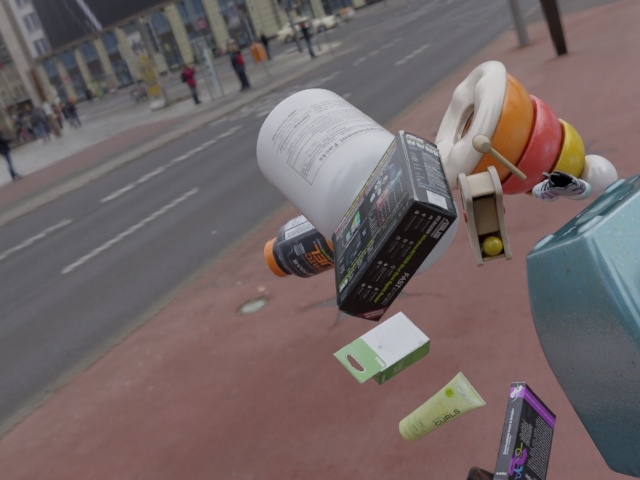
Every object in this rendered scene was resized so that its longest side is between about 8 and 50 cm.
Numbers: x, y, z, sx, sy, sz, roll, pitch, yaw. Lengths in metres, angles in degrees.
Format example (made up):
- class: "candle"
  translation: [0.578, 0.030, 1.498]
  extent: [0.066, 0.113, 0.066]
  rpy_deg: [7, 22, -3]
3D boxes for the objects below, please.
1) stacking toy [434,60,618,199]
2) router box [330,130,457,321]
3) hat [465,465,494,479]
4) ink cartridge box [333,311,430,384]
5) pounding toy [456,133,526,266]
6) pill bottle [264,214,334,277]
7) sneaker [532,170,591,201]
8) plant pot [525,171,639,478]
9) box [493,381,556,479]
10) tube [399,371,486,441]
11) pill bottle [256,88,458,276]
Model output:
- class: "stacking toy"
  translation: [0.555, -0.221, 1.954]
  extent: [0.480, 0.350, 0.350]
  rpy_deg: [20, 14, -9]
- class: "router box"
  translation: [0.053, -0.010, 0.594]
  extent: [0.122, 0.038, 0.092]
  rpy_deg: [-57, 23, 35]
- class: "hat"
  translation: [0.223, 0.511, 1.123]
  extent: [0.134, 0.331, 0.331]
  rpy_deg: [-20, 15, 23]
- class: "ink cartridge box"
  translation: [0.145, 0.268, 1.803]
  extent: [0.209, 0.062, 0.109]
  rpy_deg: [-29, 52, -23]
- class: "pounding toy"
  translation: [0.376, -0.088, 1.611]
  extent: [0.155, 0.269, 0.154]
  rpy_deg: [-13, 15, 7]
- class: "pill bottle"
  translation: [0.000, 0.000, 1.583]
  extent: [0.246, 0.130, 0.130]
  rpy_deg: [-23, 12, 32]
- class: "sneaker"
  translation: [0.351, -0.087, 1.152]
  extent: [0.069, 0.038, 0.098]
  rpy_deg: [24, -16, -36]
- class: "plant pot"
  translation: [0.351, 0.060, 0.739]
  extent: [0.247, 0.252, 0.248]
  rpy_deg: [-36, -3, -11]
- class: "box"
  translation: [0.320, 0.319, 1.183]
  extent: [0.029, 0.116, 0.162]
  rpy_deg: [-11, 46, 40]
- class: "tube"
  translation: [0.283, 0.405, 1.817]
  extent: [0.240, 0.070, 0.062]
  rpy_deg: [-44, 29, 37]
- class: "pill bottle"
  translation: [0.037, -0.062, 0.815]
  extent: [0.131, 0.131, 0.229]
  rpy_deg: [-25, 43, -19]
